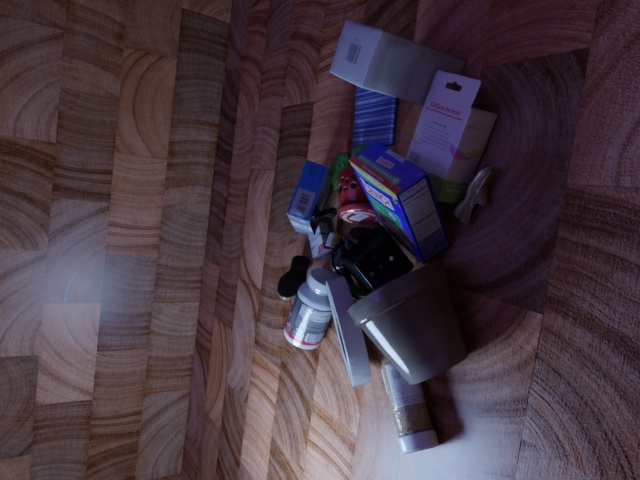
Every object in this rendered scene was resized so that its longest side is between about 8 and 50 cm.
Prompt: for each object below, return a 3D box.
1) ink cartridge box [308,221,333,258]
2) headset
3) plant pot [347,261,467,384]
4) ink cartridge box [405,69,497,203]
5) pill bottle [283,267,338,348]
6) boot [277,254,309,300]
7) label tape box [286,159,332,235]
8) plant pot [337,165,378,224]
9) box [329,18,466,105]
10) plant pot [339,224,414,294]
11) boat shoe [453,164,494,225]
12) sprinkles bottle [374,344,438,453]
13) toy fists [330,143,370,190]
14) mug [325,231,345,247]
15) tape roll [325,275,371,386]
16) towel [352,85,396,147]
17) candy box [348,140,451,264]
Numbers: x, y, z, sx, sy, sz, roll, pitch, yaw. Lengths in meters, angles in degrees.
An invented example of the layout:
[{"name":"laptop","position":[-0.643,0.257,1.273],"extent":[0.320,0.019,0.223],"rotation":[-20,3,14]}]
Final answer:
[{"name":"ink cartridge box","position":[0.000,0.000,2.112],"extent":[0.099,0.056,0.135],"rotation":[-42,52,47]},{"name":"headset","position":[0.107,0.042,1.816],"extent":[0.243,0.185,0.394],"rotation":[-48,59,44]},{"name":"plant pot","position":[0.287,0.259,1.437],"extent":[0.323,0.323,0.280],"rotation":[-44,69,47]},{"name":"ink cartridge box","position":[0.392,-0.313,1.462],"extent":[0.207,0.119,0.354],"rotation":[45,125,51]},{"name":"pill bottle","position":[-0.029,0.282,2.014],"extent":[0.176,0.176,0.319],"rotation":[51,128,48]},{"name":"boot","position":[-0.117,0.192,2.146],"extent":[0.305,0.112,0.115],"rotation":[-64,-13,-59]},{"name":"label tape box","position":[-0.036,-0.158,2.040],"extent":[0.334,0.105,0.241],"rotation":[69,-140,-75]},{"name":"plant pot","position":[0.155,-0.158,1.739],"extent":[0.191,0.191,0.174],"rotation":[-21,61,55]},{"name":"box","position":[0.242,-0.547,1.516],"extent":[0.215,0.345,0.168],"rotation":[47,125,49]},{"name":"plant pot","position":[0.187,0.076,1.558],"extent":[0.187,0.188,0.167],"rotation":[52,-177,-1]},{"name":"boat shoe","position":[0.461,-0.126,1.395],"extent":[0.072,0.068,0.190],"rotation":[50,138,33]},{"name":"sprinkles bottle","position":[0.275,0.491,1.556],"extent":[0.121,0.121,0.355],"rotation":[-43,51,47]},{"name":"toy fists","position":[0.139,-0.292,1.893],"extent":[0.279,0.096,0.142],"rotation":[-12,85,55]},{"name":"mug","position":[0.064,-0.002,2.024],"extent":[0.062,0.078,0.064],"rotation":[89,-168,-85]},{"name":"tape roll","position":[0.098,0.321,1.723],"extent":[0.392,0.072,0.392],"rotation":[166,90,-88]},{"name":"towel","position":[0.216,-0.527,1.858],"extent":[0.243,0.040,0.336],"rotation":[9,96,56]},{"name":"candy box","position":[0.249,-0.119,1.496],"extent":[0.122,0.317,0.268],"rotation":[-35,41,-5]}]
